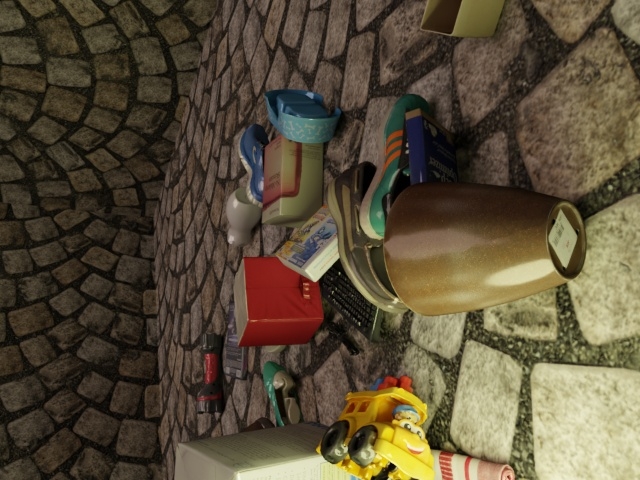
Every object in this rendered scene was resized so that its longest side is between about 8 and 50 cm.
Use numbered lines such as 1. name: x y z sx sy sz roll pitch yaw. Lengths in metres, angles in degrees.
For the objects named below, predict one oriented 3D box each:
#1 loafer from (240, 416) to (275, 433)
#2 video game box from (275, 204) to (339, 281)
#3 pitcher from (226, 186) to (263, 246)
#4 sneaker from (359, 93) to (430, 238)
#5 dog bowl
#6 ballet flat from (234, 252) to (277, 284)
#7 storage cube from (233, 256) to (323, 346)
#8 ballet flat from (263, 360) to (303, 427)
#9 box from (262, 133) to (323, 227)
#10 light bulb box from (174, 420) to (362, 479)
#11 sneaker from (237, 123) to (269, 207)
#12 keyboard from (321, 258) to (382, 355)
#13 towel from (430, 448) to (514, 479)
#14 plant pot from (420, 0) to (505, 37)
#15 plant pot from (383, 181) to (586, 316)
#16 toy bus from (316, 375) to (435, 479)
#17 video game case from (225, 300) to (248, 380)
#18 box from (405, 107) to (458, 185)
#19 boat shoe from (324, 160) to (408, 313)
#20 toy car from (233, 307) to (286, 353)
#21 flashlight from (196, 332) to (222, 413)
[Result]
1. loafer: -0.147 0.660 1.539 0.134 0.130 0.366 -34 72 59
2. video game box: 0.000 0.000 1.412 0.187 0.048 0.205 -43 23 -12
3. pitcher: -0.267 -0.106 2.059 0.207 0.125 0.178 108 170 -49
4. sneaker: 0.170 -0.146 1.108 0.121 0.108 0.302 -6 65 57
5. dog bowl: -0.054 -0.341 1.600 0.297 0.166 0.074 -126 35 -55
6. ballet flat: -0.196 0.116 1.829 0.400 0.139 0.139 145 127 -59
7. storage cube: -0.117 0.160 1.544 0.215 0.193 0.184 117 149 -57
8. ballet flat: -0.093 0.431 1.607 0.087 0.083 0.247 -48 47 39
9. box: -0.079 -0.163 1.641 0.148 0.127 0.232 -19 68 62
10. light bulb box: -0.089 0.580 1.178 0.225 0.361 0.358 1 85 49
11. sneaker: -0.171 -0.262 1.899 0.147 0.130 0.330 -43 48 35
12. keyboard: 0.062 0.162 1.354 0.317 0.033 0.201 -146 59 -68
13. towel: 0.209 0.482 0.997 0.329 0.037 0.237 156 117 -62
14. plant pot: 0.254 -0.406 1.019 0.109 0.096 0.109 -132 52 -58
15. plant pot: 0.248 0.006 0.850 0.230 0.215 0.215 -6 79 50
16. toy bus: 0.125 0.337 1.077 0.220 0.149 0.211 -29 27 57
17. video game case: -0.301 0.356 2.124 0.196 0.026 0.274 166 109 -64
18. box: 0.200 -0.101 1.025 0.036 0.136 0.225 -11 72 36
19. boat shoe: 0.110 -0.021 1.203 0.130 0.132 0.355 -48 50 37
20. toy car: -0.156 0.232 1.735 0.136 0.159 0.182 -45 28 -4
21. flashlight: -0.430 0.513 2.274 0.103 0.103 0.304 143 127 -59
